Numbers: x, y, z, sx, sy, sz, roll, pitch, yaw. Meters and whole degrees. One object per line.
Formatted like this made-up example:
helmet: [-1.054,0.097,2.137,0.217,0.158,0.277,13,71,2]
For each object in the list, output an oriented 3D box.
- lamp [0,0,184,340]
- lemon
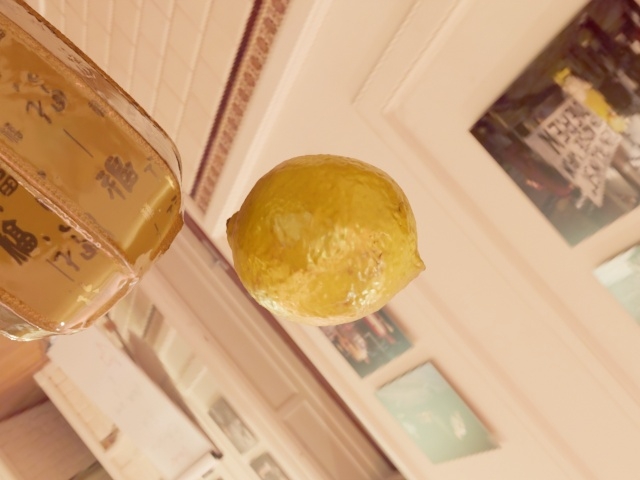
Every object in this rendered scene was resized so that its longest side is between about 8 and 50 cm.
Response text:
lamp: [-0.178,-0.042,0.441,0.161,0.185,0.161,-40,-159,19]
lemon: [0.000,0.000,0.485,0.109,0.133,0.109,9,90,-74]
